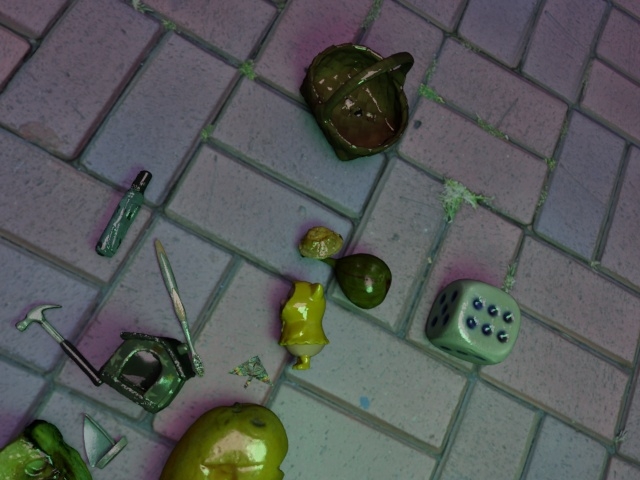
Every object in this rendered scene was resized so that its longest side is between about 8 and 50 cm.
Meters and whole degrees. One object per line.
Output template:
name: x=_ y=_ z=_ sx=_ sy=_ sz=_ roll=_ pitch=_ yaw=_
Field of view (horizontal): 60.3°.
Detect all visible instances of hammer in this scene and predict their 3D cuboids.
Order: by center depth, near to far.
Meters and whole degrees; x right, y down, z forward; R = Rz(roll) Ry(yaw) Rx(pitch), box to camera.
hammer: x=-0.610 y=0.255 z=1.338 sx=0.246 sy=0.029 sz=0.103 roll=46 pitch=72 yaw=-3

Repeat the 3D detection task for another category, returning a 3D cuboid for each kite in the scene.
kite: x=-0.176 y=0.345 z=1.443 sx=0.122 sy=0.004 sz=0.090 roll=23 pitch=72 yaw=-9

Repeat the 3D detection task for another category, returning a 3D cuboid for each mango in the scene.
mango: x=-0.235 y=0.548 z=1.302 sx=0.253 sy=0.182 sz=0.365 roll=41 pitch=82 yaw=-6

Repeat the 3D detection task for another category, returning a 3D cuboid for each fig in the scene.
fig: x=0.069 y=0.095 z=1.526 sx=0.260 sy=0.151 sz=0.151 roll=18 pitch=70 yaw=25

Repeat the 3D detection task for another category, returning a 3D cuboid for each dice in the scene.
dice: x=0.423 y=0.227 z=1.532 sx=0.193 sy=0.192 sz=0.194 roll=28 pitch=71 yaw=-8

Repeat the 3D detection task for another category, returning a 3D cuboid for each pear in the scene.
pear: x=-0.650 y=0.558 z=1.194 sx=0.255 sy=0.164 sz=0.238 roll=-39 pitch=100 yaw=-14

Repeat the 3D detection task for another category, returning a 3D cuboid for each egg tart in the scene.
egg tart: x=0.000 y=0.000 z=1.511 sx=0.129 sy=0.049 sz=0.128 roll=-4 pitch=37 yaw=3

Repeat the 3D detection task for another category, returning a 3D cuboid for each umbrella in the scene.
umbrella: x=-0.503 y=-0.071 z=1.425 sx=0.053 sy=0.052 sz=0.250 roll=27 pitch=73 yaw=-7

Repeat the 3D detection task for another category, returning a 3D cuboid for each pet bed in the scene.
pet bed: x=-0.387 y=0.290 z=1.287 sx=0.183 sy=0.211 sz=0.159 roll=34 pitch=76 yaw=2

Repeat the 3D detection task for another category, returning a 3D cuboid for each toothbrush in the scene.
toothbrush: x=-0.365 y=0.172 z=1.420 sx=0.028 sy=0.037 sz=0.374 roll=-18 pitch=80 yaw=-21

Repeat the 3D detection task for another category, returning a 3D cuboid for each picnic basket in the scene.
picnic basket: x=0.120 y=-0.415 z=1.531 sx=0.293 sy=0.337 sz=0.337 roll=-30 pitch=87 yaw=-19

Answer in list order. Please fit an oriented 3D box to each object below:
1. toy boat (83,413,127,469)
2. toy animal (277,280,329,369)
toy boat: x=-0.533 y=0.473 z=1.312 sx=0.122 sy=0.034 sz=0.096 roll=43 pitch=71 yaw=7
toy animal: x=-0.042 y=0.220 z=1.433 sx=0.156 sy=0.156 sz=0.229 roll=8 pitch=77 yaw=-13
